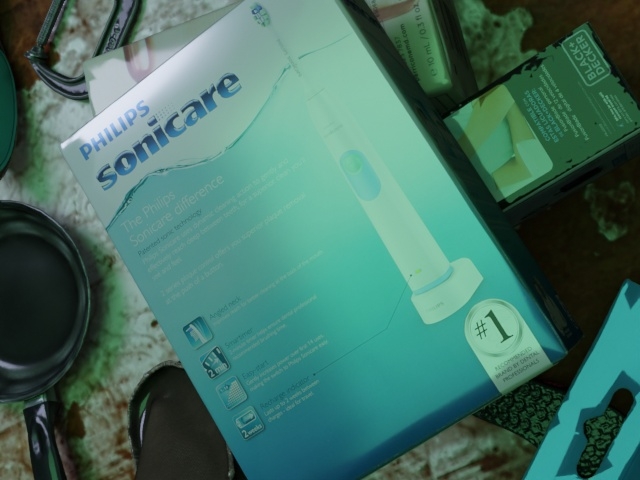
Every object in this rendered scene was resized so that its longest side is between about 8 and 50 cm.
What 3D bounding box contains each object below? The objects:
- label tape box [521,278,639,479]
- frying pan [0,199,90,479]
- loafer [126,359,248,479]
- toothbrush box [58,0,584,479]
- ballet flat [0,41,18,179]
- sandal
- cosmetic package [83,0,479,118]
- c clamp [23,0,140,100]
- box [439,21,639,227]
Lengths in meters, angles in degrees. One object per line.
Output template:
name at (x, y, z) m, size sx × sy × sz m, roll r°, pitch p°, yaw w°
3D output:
label tape box at (0.322, 0.208, 0.726) m, size 0.334 × 0.106 × 0.240 m, roll 27°, pitch 96°, yaw 9°
frying pan at (-0.265, 0.107, 0.986) m, size 0.197 × 0.053 × 0.326 m, roll -44°, pitch 77°, yaw 12°
loafer at (-0.094, 0.218, 0.809) m, size 0.134 × 0.130 × 0.366 m, roll -51°, pitch 39°, yaw 16°
toothbrush box at (0.000, 0.000, 0.684) m, size 0.216 × 0.126 × 0.295 m, roll -35°, pitch 80°, yaw 15°
ballet flat at (-0.375, -0.193, 1.024) m, size 0.106 × 0.107 × 0.316 m, roll -18°, pitch 76°, yaw 38°
sandal at (0.188, 0.144, 0.835) m, size 0.179 × 0.040 × 0.067 m, roll 28°, pitch 98°, yaw 20°
cosmetic package at (-0.028, -0.126, 0.863) m, size 0.296 × 0.153 × 0.129 m, roll -17°, pitch 81°, yaw 16°
c clamp at (-0.245, -0.224, 1.012) m, size 0.137 × 0.022 × 0.160 m, roll 19°, pitch 92°, yaw 14°
box at (0.109, -0.041, 0.805) m, size 0.290 × 0.169 × 0.087 m, roll -31°, pitch 81°, yaw 14°
